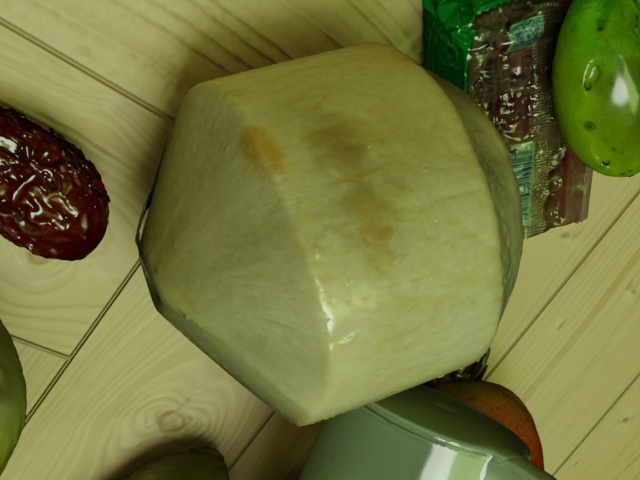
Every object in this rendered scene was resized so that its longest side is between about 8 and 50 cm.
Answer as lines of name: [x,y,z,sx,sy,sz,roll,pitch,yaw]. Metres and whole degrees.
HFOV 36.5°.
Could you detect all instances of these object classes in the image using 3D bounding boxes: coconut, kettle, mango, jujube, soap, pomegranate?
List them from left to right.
jujube: [-0.234,-0.050,0.761,0.104,0.104,0.166,-44,129,3]
coconut: [0.000,0.000,0.805,0.323,0.323,0.323,-14,125,-21]
kettle: [0.061,0.305,0.883,0.205,0.265,0.318,21,93,-11]
pomegranate: [0.152,0.239,1.091,0.210,0.210,0.235,1,83,-29]
soap: [0.182,-0.118,0.945,0.218,0.098,0.273,-18,126,-18]
mango: [0.253,-0.138,0.847,0.119,0.100,0.178,-56,135,-43]

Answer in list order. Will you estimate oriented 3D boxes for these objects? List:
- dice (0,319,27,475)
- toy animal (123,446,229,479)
dice: [-0.369,0.101,0.693,0.227,0.238,0.233,-38,131,-1]
toy animal: [-0.226,0.357,0.964,0.363,0.180,0.181,-30,155,-13]
